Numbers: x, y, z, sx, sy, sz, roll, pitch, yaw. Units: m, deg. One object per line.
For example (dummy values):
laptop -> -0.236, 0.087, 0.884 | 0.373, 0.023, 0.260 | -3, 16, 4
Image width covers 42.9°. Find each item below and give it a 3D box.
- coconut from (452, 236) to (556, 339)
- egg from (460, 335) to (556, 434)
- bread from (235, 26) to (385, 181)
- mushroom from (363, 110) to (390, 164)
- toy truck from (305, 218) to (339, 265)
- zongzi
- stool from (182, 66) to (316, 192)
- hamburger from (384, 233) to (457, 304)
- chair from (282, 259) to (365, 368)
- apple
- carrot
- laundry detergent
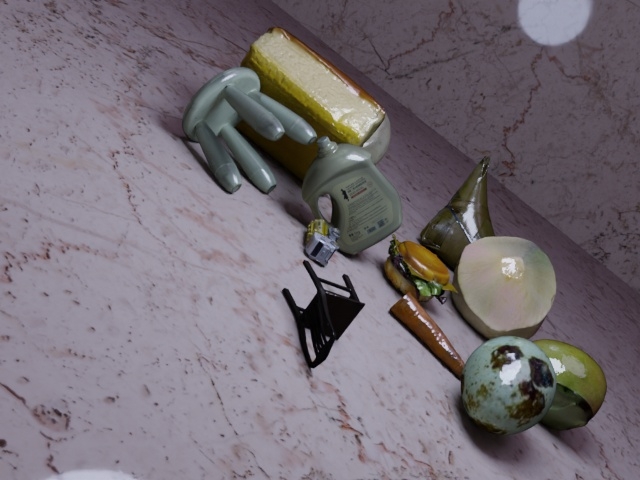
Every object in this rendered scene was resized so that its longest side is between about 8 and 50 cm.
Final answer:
coconut -> 0.432, 0.110, 1.911 | 0.259, 0.259, 0.259 | 33, 20, -14
egg -> 0.336, 0.266, 1.476 | 0.169, 0.169, 0.231 | 42, 32, 9
bread -> -0.043, -0.287, 1.861 | 0.333, 0.143, 0.323 | 40, -25, -2
mushroom -> 0.063, -0.284, 2.197 | 0.246, 0.202, 0.246 | 4, 60, -7
toy truck -> 0.000, 0.000, 1.650 | 0.063, 0.052, 0.123 | 30, 19, -10
zongzi -> 0.440, -0.035, 2.152 | 0.260, 0.289, 0.123 | 43, 7, 16
stool -> -0.154, -0.221, 1.677 | 0.198, 0.195, 0.195 | 50, 22, 15
hamburger -> 0.210, 0.073, 1.793 | 0.164, 0.093, 0.189 | 29, 20, -20
chair -> 0.017, 0.133, 1.339 | 0.101, 0.084, 0.212 | 22, 25, -30
apple -> 0.490, 0.293, 1.703 | 0.188, 0.174, 0.207 | 43, 4, 5
carrot -> 0.227, 0.200, 1.618 | 0.224, 0.057, 0.057 | 50, 22, 17
laundry detergent -> 0.057, -0.105, 1.707 | 0.253, 0.181, 0.091 | 59, 1, -27
